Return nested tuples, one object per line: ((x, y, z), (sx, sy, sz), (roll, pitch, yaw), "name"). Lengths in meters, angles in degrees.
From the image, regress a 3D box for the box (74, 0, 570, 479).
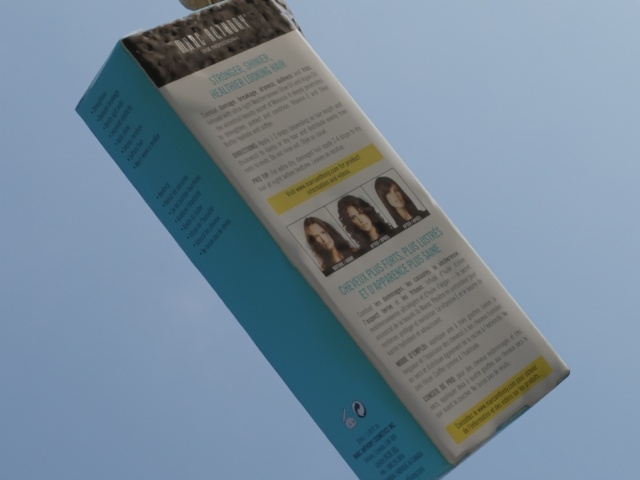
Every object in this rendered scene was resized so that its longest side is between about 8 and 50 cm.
((0.000, 0.000, 0.769), (0.100, 0.060, 0.244), (-29, -103, -43), "box")

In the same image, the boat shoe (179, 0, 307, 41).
((-0.062, -0.158, 1.024), (0.059, 0.063, 0.170), (-20, -78, 20), "boat shoe")
